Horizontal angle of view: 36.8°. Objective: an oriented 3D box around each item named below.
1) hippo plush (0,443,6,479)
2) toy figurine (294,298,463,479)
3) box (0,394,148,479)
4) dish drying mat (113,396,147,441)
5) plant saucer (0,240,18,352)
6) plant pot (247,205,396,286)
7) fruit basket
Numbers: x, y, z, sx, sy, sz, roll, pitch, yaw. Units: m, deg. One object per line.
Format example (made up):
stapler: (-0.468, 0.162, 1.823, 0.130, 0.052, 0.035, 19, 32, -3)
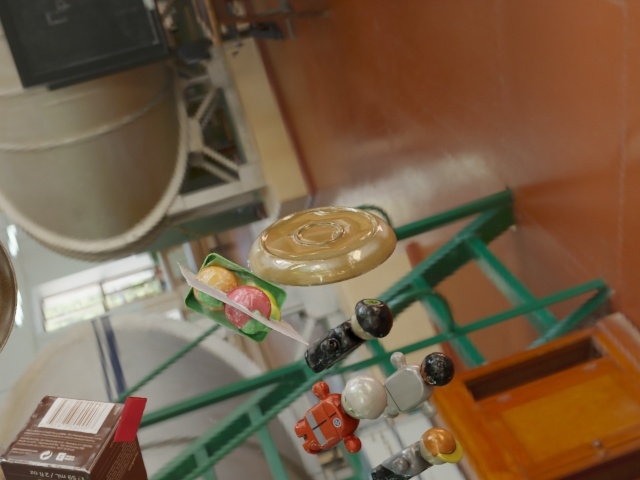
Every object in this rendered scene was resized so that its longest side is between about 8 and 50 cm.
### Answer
hippo plush: (-0.792, 0.551, 2.113, 0.294, 0.237, 0.234, 55, 170, -3)
toy figurine: (0.086, 0.208, 1.295, 0.209, 0.148, 0.213, 35, -144, -20)
box: (-0.415, 0.400, 1.653, 0.167, 0.169, 0.203, -66, -25, -55)
dish drying mat: (-0.283, 0.266, 1.431, 0.008, 0.032, 0.083, 56, 131, 50)
plant saucer: (-0.610, 0.085, 1.426, 0.050, 0.311, 0.310, 172, 81, -73)
plant pot: (0.000, 0.000, 1.501, 0.236, 0.236, 0.032, -127, 25, -62)
fruit basket: (-0.207, 0.164, 2.385, 0.165, 0.327, 0.353, -60, 15, 5)
